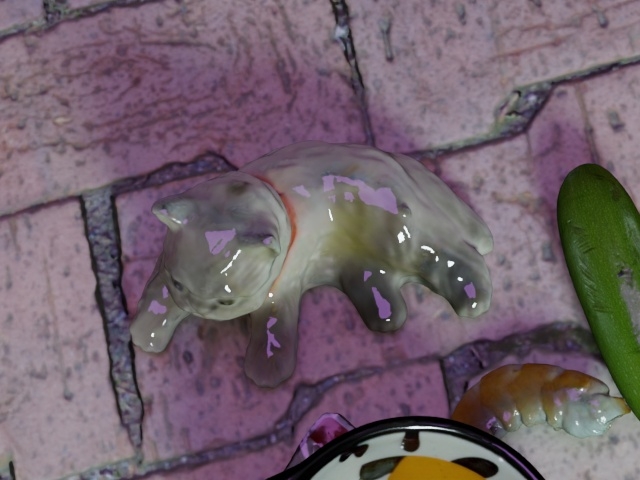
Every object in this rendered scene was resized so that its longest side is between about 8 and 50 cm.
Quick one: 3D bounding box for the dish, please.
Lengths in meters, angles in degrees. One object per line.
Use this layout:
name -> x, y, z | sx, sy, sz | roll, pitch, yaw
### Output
dish -> 0.072, 0.295, 1.449 | 0.303, 0.120, 0.303 | 3, 68, -8

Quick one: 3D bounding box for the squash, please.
squash -> 0.281, 0.055, 1.574 | 0.082, 0.082, 0.293 | -16, 65, -2

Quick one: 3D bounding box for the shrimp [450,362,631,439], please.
shrimp -> 0.187, 0.190, 1.533 | 0.161, 0.049, 0.166 | 6, 72, 20

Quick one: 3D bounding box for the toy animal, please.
toy animal -> 0.000, 0.000, 1.581 | 0.307, 0.188, 0.266 | 20, 60, 18

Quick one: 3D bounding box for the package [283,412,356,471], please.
package -> -0.011, 0.280, 1.525 | 0.154, 0.030, 0.239 | 40, 70, 9
